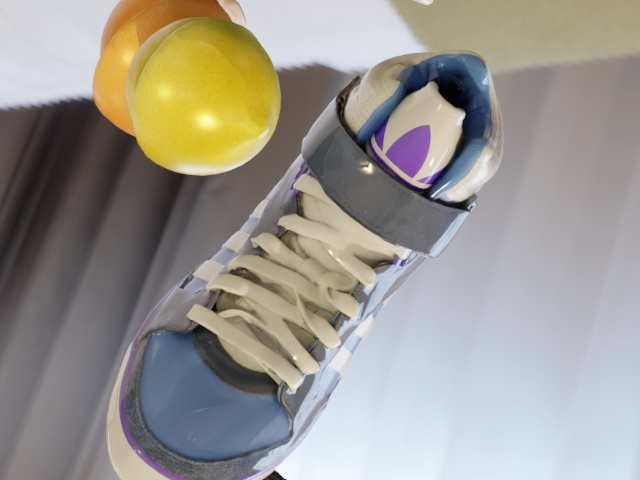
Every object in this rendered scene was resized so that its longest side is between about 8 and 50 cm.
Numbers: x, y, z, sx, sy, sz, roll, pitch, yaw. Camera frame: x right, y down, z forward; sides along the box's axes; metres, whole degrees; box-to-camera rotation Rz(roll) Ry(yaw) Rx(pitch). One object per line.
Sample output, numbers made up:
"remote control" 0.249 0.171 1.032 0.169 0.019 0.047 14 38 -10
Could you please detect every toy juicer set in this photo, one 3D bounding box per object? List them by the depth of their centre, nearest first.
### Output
"toy juicer set" -0.016 -0.130 0.543 0.089 0.209 0.329 26 163 -16

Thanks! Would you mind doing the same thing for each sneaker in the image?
"sneaker" 0.001 0.000 1.054 0.130 0.323 0.236 37 137 7

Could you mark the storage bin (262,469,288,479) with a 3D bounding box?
"storage bin" -0.063 0.225 1.174 0.122 0.084 0.180 48 -166 21
